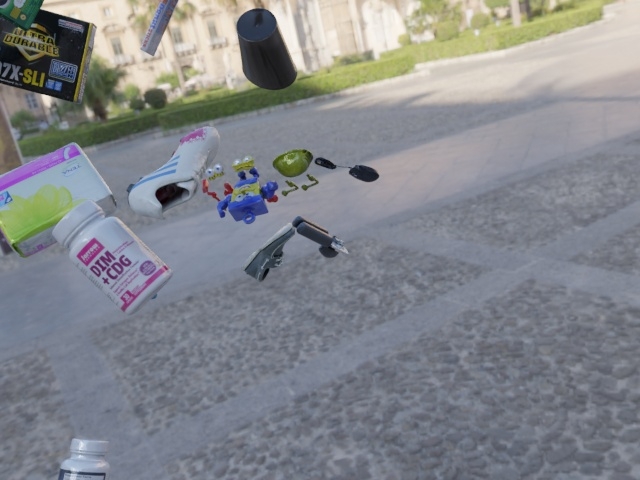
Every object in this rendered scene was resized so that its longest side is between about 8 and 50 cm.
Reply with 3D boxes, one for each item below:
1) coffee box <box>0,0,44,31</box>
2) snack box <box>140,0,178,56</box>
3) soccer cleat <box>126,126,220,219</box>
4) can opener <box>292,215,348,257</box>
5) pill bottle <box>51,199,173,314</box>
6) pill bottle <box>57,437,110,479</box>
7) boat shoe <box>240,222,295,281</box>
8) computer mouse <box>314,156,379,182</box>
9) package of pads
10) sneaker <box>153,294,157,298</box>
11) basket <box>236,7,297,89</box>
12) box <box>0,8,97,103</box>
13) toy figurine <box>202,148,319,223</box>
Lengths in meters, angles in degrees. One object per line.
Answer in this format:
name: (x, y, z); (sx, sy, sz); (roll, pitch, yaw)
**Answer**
coffee box: (-0.885, -0.689, 1.725); (0.184, 0.113, 0.040); (29, -10, -41)
snack box: (-0.424, -0.579, 1.632); (0.022, 0.178, 0.064); (27, 8, 2)
soccer cleat: (-0.346, -0.169, 1.597); (0.143, 0.116, 0.331); (21, 55, 30)
can opener: (0.000, 0.000, 2.147); (0.093, 0.280, 0.074); (-46, 49, 10)
pill bottle: (-0.530, 0.041, 1.571); (0.160, 0.283, 0.160); (-45, 4, 4)
pill bottle: (-0.526, 0.535, 1.364); (0.108, 0.180, 0.108); (5, -18, 2)
boat shoe: (-0.161, 0.046, 2.104); (0.319, 0.099, 0.116); (-40, 4, 45)
computer mouse: (0.094, -0.251, 2.211); (0.242, 0.041, 0.071); (12, -18, -4)
package of pads: (-0.739, -0.111, 1.685); (0.296, 0.229, 0.101); (-32, -20, -21)
sneaker: (-0.705, 0.210, 2.463); (0.073, 0.063, 0.162); (29, -5, 28)
basket: (-0.182, -0.617, 1.975); (0.204, 0.154, 0.227); (30, -14, 15)
box: (-0.892, -0.594, 1.928); (0.322, 0.257, 0.079); (14, 8, -7)
toy figurine: (-0.181, -0.121, 1.863); (0.363, 0.191, 0.217); (-13, 45, 9)
